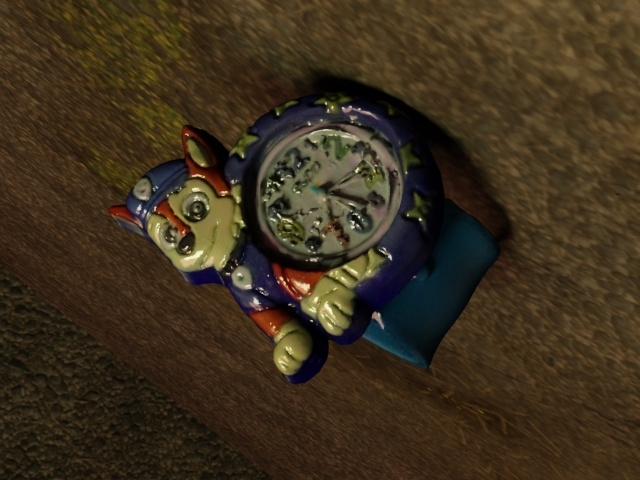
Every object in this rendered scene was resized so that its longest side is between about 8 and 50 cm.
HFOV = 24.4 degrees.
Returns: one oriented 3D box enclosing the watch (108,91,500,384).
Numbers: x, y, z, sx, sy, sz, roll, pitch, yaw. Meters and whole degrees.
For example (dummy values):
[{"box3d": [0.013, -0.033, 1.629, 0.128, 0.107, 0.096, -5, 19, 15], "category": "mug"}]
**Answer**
[{"box3d": [0.009, -0.001, 0.978, 0.196, 0.171, 0.200, 41, 179, 24], "category": "watch"}]
